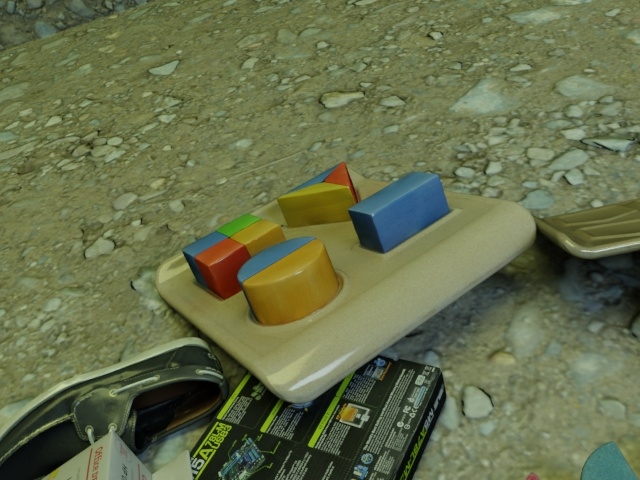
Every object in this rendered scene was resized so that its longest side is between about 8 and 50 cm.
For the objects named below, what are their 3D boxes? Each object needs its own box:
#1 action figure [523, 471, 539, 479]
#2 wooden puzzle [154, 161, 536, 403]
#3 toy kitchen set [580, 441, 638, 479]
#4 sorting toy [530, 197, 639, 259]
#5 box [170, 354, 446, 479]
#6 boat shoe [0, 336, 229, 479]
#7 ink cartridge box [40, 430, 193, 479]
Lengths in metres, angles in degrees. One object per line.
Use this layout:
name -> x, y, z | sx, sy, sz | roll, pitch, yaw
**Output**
action figure -> 0.081, 0.263, 0.273 | 0.276, 0.248, 0.370 | 5, 44, 24
wooden puzzle -> 0.000, 0.000, 0.735 | 0.322, 0.080, 0.348 | -30, 28, -22
toy kitchen set -> 0.270, 0.194, 0.398 | 0.166, 0.122, 0.207 | -16, 37, 0
sorting toy -> 0.329, -0.008, 0.618 | 0.229, 0.041, 0.307 | -8, 8, 8
box -> -0.007, 0.175, 0.589 | 0.184, 0.045, 0.190 | 6, 42, 30
boat shoe -> -0.200, 0.171, 0.628 | 0.233, 0.084, 0.079 | -24, 37, -16
ink cartridge box -> -0.191, 0.224, 0.521 | 0.181, 0.061, 0.104 | -34, 20, -5
